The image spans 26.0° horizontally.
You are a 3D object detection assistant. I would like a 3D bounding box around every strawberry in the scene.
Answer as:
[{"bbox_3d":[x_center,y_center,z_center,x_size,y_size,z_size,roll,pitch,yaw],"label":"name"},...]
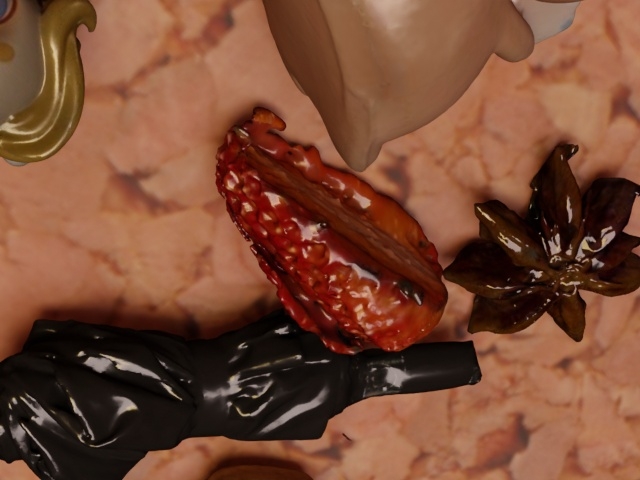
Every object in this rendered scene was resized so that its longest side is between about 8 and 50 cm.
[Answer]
[{"bbox_3d":[0.000,0.000,0.900,0.188,0.121,0.082,38,115,-13],"label":"strawberry"}]

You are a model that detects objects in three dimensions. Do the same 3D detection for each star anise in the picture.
[{"bbox_3d":[0.164,0.014,0.973,0.168,0.057,0.168,-6,116,-13],"label":"star anise"}]

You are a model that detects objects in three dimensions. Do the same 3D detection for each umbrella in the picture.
[{"bbox_3d":[-0.050,0.098,0.931,0.340,0.118,0.118,-2,117,-20],"label":"umbrella"}]

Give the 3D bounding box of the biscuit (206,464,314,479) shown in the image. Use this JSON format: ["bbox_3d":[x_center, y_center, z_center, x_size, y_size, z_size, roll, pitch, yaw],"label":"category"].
[{"bbox_3d":[-0.083,0.311,1.059,0.202,0.047,0.334,8,116,-21],"label":"biscuit"}]

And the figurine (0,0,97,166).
[{"bbox_3d":[-0.249,-0.143,0.739,0.274,0.133,0.194,28,82,-21],"label":"figurine"}]

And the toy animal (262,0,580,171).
[{"bbox_3d":[0.083,-0.183,0.775,0.256,0.195,0.213,-31,137,-2],"label":"toy animal"}]
